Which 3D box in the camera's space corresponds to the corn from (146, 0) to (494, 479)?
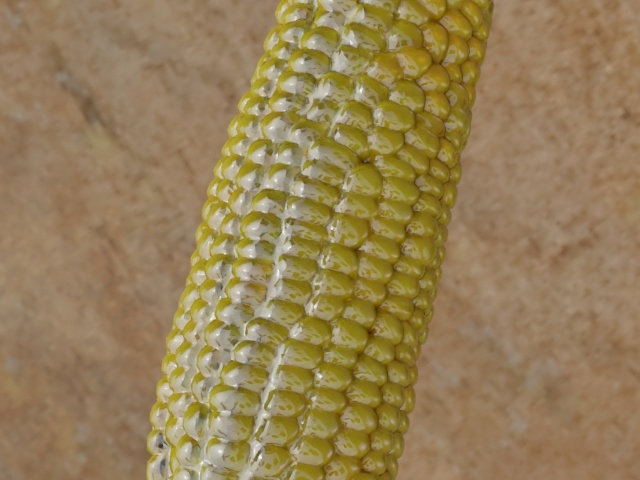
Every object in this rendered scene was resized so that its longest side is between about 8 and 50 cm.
[{"bbox_3d":[0.000,0.000,0.666,0.101,0.101,0.310,2,76,44],"label":"corn"}]
